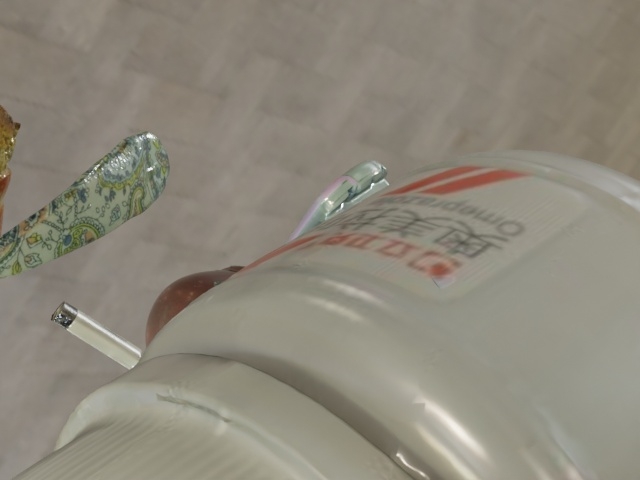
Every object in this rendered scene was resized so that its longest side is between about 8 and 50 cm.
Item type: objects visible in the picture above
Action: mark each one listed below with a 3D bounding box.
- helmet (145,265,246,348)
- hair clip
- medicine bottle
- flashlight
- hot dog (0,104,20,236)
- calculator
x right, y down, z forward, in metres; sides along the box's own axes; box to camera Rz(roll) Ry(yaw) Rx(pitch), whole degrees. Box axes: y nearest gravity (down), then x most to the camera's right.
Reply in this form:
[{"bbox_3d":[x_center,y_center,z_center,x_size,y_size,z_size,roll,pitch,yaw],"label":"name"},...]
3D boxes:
[{"bbox_3d":[-0.139,0.109,1.658,0.106,0.155,0.175,7,119,-41],"label":"helmet"},{"bbox_3d":[-0.202,-0.025,1.279,0.229,0.036,0.066,-37,127,-38],"label":"hair clip"},{"bbox_3d":[0.022,0.122,0.566,0.306,0.245,0.245,-31,147,-42],"label":"medicine bottle"},{"bbox_3d":[-0.194,0.083,1.319,0.083,0.018,0.018,35,113,-20],"label":"flashlight"},{"bbox_3d":[-0.349,-0.029,1.417,0.123,0.093,0.261,-55,161,-68],"label":"hot dog"},{"bbox_3d":[0.000,0.000,1.830,0.141,0.045,0.246,-34,164,-50],"label":"calculator"}]
